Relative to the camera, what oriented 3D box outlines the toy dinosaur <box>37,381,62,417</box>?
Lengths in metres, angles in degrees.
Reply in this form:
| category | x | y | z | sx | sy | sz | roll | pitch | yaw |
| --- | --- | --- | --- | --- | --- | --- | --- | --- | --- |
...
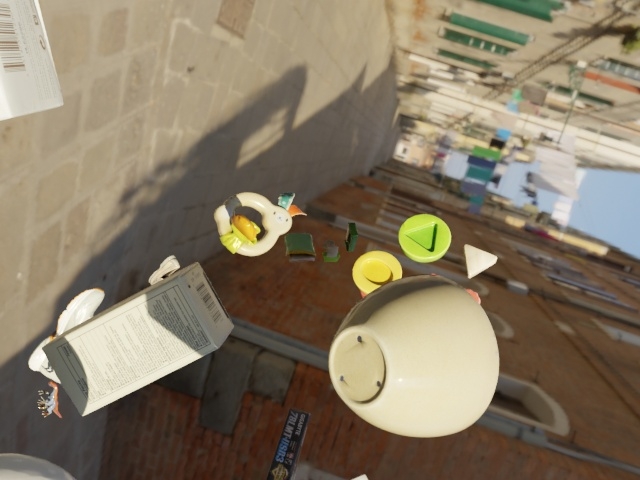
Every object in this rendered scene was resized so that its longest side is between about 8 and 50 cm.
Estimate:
| category | x | y | z | sx | sy | sz | roll | pitch | yaw |
| --- | --- | --- | --- | --- | --- | --- | --- | --- | --- |
| toy dinosaur | -0.613 | 0.359 | 1.609 | 0.082 | 0.047 | 0.090 | -48 | 141 | 13 |

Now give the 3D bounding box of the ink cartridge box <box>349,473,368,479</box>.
| category | x | y | z | sx | sy | sz | roll | pitch | yaw |
| --- | --- | --- | --- | --- | --- | --- | --- | --- | --- |
| ink cartridge box | -0.008 | 0.679 | 1.594 | 0.371 | 0.175 | 0.069 | -10 | 148 | -37 |

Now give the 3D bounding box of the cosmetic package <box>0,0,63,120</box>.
| category | x | y | z | sx | sy | sz | roll | pitch | yaw |
| --- | --- | --- | --- | --- | --- | --- | --- | --- | --- |
| cosmetic package | -0.829 | -0.406 | 1.510 | 0.327 | 0.394 | 0.329 | -93 | 175 | -74 |

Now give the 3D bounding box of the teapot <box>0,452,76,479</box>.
| category | x | y | z | sx | sy | sz | roll | pitch | yaw |
| --- | --- | --- | --- | --- | --- | --- | --- | --- | --- |
| teapot | -0.420 | 0.414 | 0.907 | 0.252 | 0.256 | 0.187 | -53 | -156 | 13 |

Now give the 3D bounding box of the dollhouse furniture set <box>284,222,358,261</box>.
| category | x | y | z | sx | sy | sz | roll | pitch | yaw |
| --- | --- | --- | --- | --- | --- | --- | --- | --- | --- |
| dollhouse furniture set | 0.000 | 0.000 | 1.493 | 0.058 | 0.152 | 0.076 | 99 | -14 | -48 |

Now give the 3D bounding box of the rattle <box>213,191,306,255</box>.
| category | x | y | z | sx | sy | sz | roll | pitch | yaw |
| --- | --- | --- | --- | --- | --- | --- | --- | --- | --- |
| rattle | -0.091 | -0.056 | 1.336 | 0.130 | 0.200 | 0.143 | 64 | -30 | 21 |

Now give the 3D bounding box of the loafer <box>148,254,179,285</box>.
| category | x | y | z | sx | sy | sz | roll | pitch | yaw |
| --- | --- | --- | --- | --- | --- | --- | --- | --- | --- |
| loafer | -0.413 | 0.089 | 1.863 | 0.125 | 0.039 | 0.045 | -46 | 169 | 36 |

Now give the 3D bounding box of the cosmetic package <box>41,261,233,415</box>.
| category | x | y | z | sx | sy | sz | roll | pitch | yaw |
| --- | --- | --- | --- | --- | --- | --- | --- | --- | --- |
| cosmetic package | -0.329 | 0.177 | 1.292 | 0.153 | 0.296 | 0.129 | 63 | 10 | -7 |

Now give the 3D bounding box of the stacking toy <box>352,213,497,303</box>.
| category | x | y | z | sx | sy | sz | roll | pitch | yaw |
| --- | --- | --- | --- | --- | --- | --- | --- | --- | --- |
| stacking toy | 0.265 | 0.102 | 1.770 | 0.279 | 0.309 | 0.130 | -48 | 157 | -21 |

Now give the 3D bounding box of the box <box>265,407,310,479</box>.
| category | x | y | z | sx | sy | sz | roll | pitch | yaw |
| --- | --- | --- | --- | --- | --- | --- | --- | --- | --- |
| box | -0.111 | 0.678 | 1.979 | 0.295 | 0.073 | 0.293 | -70 | 174 | -60 |

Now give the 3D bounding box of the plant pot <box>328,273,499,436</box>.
| category | x | y | z | sx | sy | sz | roll | pitch | yaw |
| --- | --- | --- | --- | --- | --- | --- | --- | --- | --- |
| plant pot | 0.124 | 0.200 | 1.182 | 0.191 | 0.284 | 0.284 | 1 | 113 | -45 |

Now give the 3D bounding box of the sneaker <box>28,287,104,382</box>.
| category | x | y | z | sx | sy | sz | roll | pitch | yaw |
| --- | --- | --- | --- | --- | --- | --- | --- | --- | --- |
| sneaker | -0.616 | 0.245 | 1.797 | 0.262 | 0.121 | 0.099 | -55 | 176 | -1 |
